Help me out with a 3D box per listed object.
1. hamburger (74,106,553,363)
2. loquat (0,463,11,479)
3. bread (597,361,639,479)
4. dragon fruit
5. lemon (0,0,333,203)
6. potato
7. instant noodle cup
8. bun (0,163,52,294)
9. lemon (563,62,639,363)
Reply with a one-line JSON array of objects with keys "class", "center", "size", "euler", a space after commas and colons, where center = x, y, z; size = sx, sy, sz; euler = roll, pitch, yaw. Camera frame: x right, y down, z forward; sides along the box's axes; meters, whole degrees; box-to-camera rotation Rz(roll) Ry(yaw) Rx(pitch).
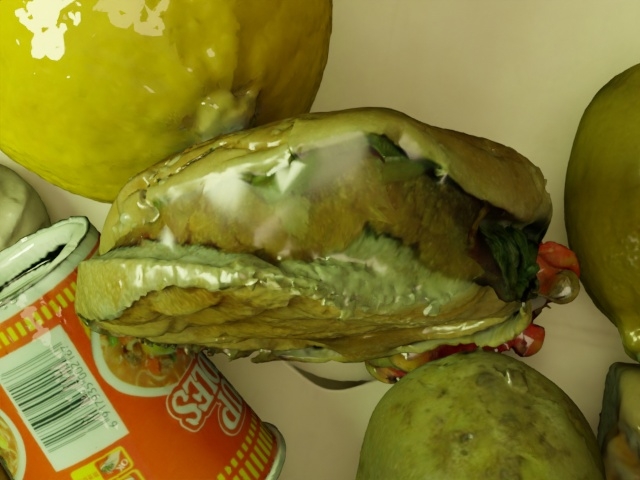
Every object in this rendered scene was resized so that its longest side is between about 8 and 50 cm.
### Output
[{"class": "hamburger", "center": [0.001, 0.000, 0.984], "size": [0.265, 0.285, 0.134], "euler": [-5, 76, 33]}, {"class": "loquat", "center": [-0.312, 0.225, 1.127], "size": [0.187, 0.176, 0.234], "euler": [45, 98, 10]}, {"class": "bread", "center": [0.355, 0.248, 1.128], "size": [0.341, 0.210, 0.301], "euler": [8, 92, -2]}, {"class": "dragon fruit", "center": [0.102, 0.038, 1.156], "size": [0.150, 0.207, 0.133], "euler": [-31, 105, -44]}, {"class": "lemon", "center": [-0.126, -0.160, 1.075], "size": [0.293, 0.293, 0.293], "euler": [0, 90, -2]}, {"class": "potato", "center": [0.103, 0.224, 1.099], "size": [0.173, 0.210, 0.307], "euler": [-8, 129, -23]}, {"class": "instant noodle cup", "center": [-0.157, 0.105, 1.093], "size": [0.193, 0.193, 0.212], "euler": [-32, 108, -1]}, {"class": "bun", "center": [-0.281, 0.023, 1.159], "size": [0.183, 0.102, 0.183], "euler": [0, 88, 0]}, {"class": "lemon", "center": [0.261, -0.028, 1.132], "size": [0.184, 0.184, 0.248], "euler": [9, 86, -2]}]
